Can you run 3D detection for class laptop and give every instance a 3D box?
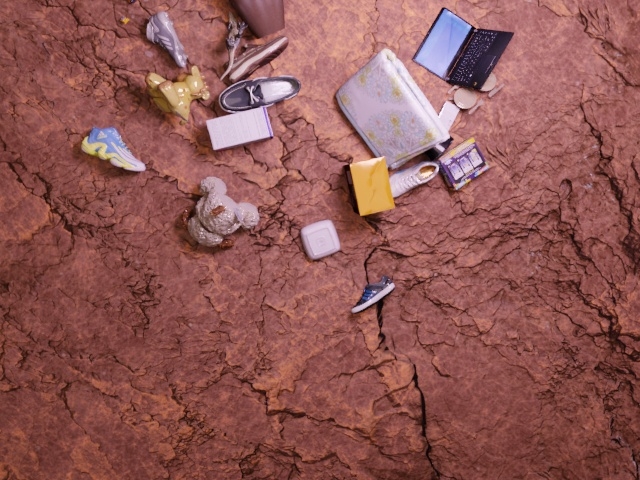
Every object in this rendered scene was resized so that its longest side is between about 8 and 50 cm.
[{"bbox_3d":[0.523,-0.715,1.843,0.137,0.264,0.234,25,97,-44],"label":"laptop"}]

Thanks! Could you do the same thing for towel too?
[{"bbox_3d":[0.248,-0.451,1.771,0.090,0.321,0.374,-44,102,-29],"label":"towel"}]

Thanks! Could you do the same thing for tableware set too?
[{"bbox_3d":[0.590,-0.576,1.914,0.194,0.039,0.128,-41,83,-7],"label":"tableware set"}]

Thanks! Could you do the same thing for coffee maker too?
[{"bbox_3d":[0.394,-0.390,1.853,0.178,0.171,0.120,41,105,-3],"label":"coffee maker"}]

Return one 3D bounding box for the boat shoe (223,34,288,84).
[{"bbox_3d":[-0.241,-0.679,1.809,0.258,0.095,0.095,-35,93,1],"label":"boat shoe"}]

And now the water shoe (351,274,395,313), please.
[{"bbox_3d":[0.199,0.215,1.987,0.203,0.073,0.080,-33,72,1],"label":"water shoe"}]

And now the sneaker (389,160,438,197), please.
[{"bbox_3d":[0.346,-0.239,1.916,0.229,0.092,0.087,-32,101,1],"label":"sneaker"}]

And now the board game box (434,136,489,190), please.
[{"bbox_3d":[0.549,-0.297,1.936,0.170,0.048,0.141,-33,98,-9],"label":"board game box"}]

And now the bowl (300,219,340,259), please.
[{"bbox_3d":[0.000,0.000,1.939,0.142,0.053,0.141,-19,98,-1],"label":"bowl"}]

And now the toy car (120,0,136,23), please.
[{"bbox_3d":[-0.697,-0.840,1.768,0.041,0.060,0.122,24,88,24],"label":"toy car"}]

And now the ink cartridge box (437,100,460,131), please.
[{"bbox_3d":[0.484,-0.473,1.928,0.063,0.029,0.115,25,96,-8],"label":"ink cartridge box"}]

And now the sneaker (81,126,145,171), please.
[{"bbox_3d":[-0.742,-0.340,1.812,0.240,0.091,0.126,21,95,-6],"label":"sneaker"}]

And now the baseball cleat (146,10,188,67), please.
[{"bbox_3d":[-0.558,-0.712,1.798,0.110,0.072,0.205,-18,94,12],"label":"baseball cleat"}]

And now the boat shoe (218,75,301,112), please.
[{"bbox_3d":[-0.218,-0.538,1.803,0.303,0.091,0.114,-22,107,-11],"label":"boat shoe"}]

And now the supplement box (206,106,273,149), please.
[{"bbox_3d":[-0.293,-0.407,1.830,0.220,0.111,0.113,-15,98,-3],"label":"supplement box"}]

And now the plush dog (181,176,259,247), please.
[{"bbox_3d":[-0.394,-0.070,1.845,0.262,0.210,0.225,37,119,-7],"label":"plush dog"}]

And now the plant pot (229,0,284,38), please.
[{"bbox_3d":[-0.216,-0.841,1.747,0.216,0.215,0.230,-24,113,-1],"label":"plant pot"}]

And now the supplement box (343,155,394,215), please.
[{"bbox_3d":[0.177,-0.203,1.854,0.129,0.194,0.191,-13,98,-2],"label":"supplement box"}]

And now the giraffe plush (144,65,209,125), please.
[{"bbox_3d":[-0.494,-0.539,1.783,0.210,0.181,0.170,41,71,2],"label":"giraffe plush"}]

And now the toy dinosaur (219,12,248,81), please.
[{"bbox_3d":[-0.309,-0.700,1.755,0.064,0.118,0.268,13,73,-22],"label":"toy dinosaur"}]
